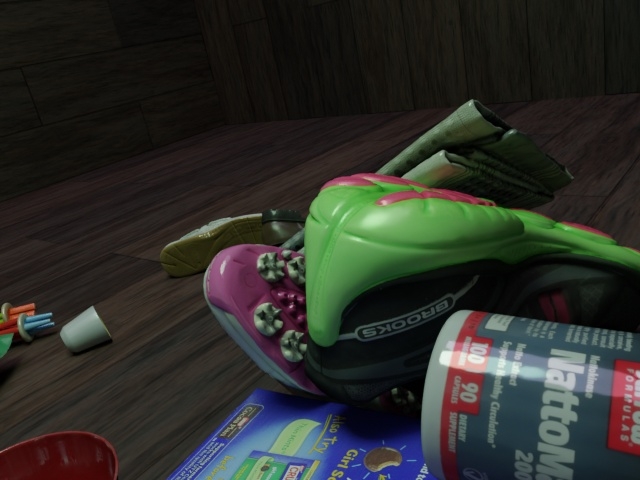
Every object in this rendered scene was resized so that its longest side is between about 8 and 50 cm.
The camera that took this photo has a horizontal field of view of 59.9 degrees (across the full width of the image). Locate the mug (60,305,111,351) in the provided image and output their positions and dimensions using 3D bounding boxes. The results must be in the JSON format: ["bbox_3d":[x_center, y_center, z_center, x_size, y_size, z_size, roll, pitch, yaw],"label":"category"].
[{"bbox_3d":[-0.385,0.154,0.911,0.064,0.078,0.062,-31,59,-21],"label":"mug"}]

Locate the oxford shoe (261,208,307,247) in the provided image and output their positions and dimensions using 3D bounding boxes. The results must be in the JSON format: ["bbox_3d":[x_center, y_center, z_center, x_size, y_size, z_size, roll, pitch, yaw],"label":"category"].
[{"bbox_3d":[0.000,0.000,1.061,0.227,0.096,0.083,2,-17,-5],"label":"oxford shoe"}]

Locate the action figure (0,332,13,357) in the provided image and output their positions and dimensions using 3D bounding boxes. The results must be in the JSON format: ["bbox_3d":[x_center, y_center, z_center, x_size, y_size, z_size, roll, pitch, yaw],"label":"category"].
[{"bbox_3d":[-0.522,0.220,0.787,0.137,0.064,0.232,-16,28,-13],"label":"action figure"}]

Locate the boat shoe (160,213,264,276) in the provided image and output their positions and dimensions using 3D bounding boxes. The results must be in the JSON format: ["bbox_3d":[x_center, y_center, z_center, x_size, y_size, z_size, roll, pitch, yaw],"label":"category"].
[{"bbox_3d":[-0.188,-0.007,1.139,0.277,0.098,0.096,-13,21,2],"label":"boat shoe"}]

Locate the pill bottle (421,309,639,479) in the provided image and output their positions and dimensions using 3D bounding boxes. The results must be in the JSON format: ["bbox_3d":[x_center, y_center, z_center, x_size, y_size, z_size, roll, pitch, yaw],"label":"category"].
[{"bbox_3d":[0.158,0.103,0.312,0.180,0.108,0.108,4,26,30],"label":"pill bottle"}]

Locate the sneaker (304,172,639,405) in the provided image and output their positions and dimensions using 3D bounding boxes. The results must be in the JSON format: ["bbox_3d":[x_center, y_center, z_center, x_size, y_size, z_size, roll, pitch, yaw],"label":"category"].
[{"bbox_3d":[0.164,0.065,0.549,0.482,0.202,0.185,8,12,-37],"label":"sneaker"}]

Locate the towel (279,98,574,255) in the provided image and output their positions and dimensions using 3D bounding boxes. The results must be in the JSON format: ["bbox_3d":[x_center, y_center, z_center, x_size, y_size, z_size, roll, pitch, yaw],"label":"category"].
[{"bbox_3d":[0.137,-0.019,0.694,0.324,0.056,0.312,-37,-30,30],"label":"towel"}]

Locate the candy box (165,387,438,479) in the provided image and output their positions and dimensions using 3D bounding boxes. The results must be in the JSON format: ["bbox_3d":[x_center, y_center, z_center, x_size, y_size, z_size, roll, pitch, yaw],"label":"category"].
[{"bbox_3d":[0.020,0.238,0.352,0.317,0.122,0.268,0,22,32],"label":"candy box"}]

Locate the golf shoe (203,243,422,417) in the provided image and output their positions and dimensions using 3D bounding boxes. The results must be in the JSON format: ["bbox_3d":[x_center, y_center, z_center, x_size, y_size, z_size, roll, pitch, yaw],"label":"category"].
[{"bbox_3d":[-0.019,0.108,0.547,0.140,0.306,0.115,-15,50,34],"label":"golf shoe"}]

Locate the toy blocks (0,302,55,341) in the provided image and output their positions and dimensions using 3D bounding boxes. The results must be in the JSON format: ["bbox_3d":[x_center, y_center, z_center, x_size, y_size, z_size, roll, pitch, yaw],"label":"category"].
[{"bbox_3d":[-0.550,0.148,1.001,0.148,0.054,0.123,-15,21,-7],"label":"toy blocks"}]

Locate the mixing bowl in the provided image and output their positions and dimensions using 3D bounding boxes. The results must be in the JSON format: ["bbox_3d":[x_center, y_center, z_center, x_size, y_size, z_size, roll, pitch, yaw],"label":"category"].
[{"bbox_3d":[-0.247,0.262,0.472,0.181,0.098,0.181,-11,21,4],"label":"mixing bowl"}]
